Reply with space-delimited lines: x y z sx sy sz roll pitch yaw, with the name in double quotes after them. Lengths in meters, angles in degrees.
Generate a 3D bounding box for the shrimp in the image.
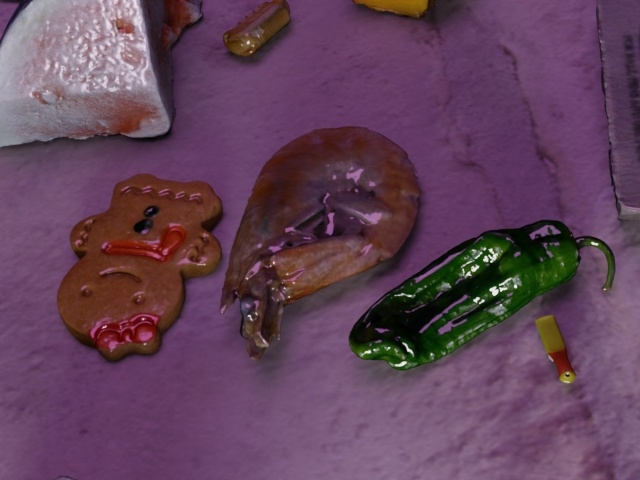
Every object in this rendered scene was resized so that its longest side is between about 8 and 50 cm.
0.000 0.000 1.663 0.168 0.077 0.317 5 47 15 "shrimp"

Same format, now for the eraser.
0.334 -0.139 1.699 0.111 0.077 0.353 -6 48 10 "eraser"

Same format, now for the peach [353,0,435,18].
0.096 -0.315 1.902 0.118 0.151 0.151 43 60 -10 "peach"

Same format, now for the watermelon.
-0.206 -0.221 1.837 0.320 0.289 0.214 -34 79 -33 "watermelon"

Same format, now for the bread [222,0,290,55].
-0.068 -0.235 1.916 0.049 0.034 0.088 14 48 43 "bread"

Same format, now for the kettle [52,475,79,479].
-0.205 0.288 1.455 0.098 0.127 0.148 -12 34 -42 "kettle"

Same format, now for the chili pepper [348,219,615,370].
0.143 0.046 1.589 0.257 0.074 0.100 -30 46 -6 "chili pepper"

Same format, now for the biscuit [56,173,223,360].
-0.184 0.021 1.715 0.166 0.036 0.225 10 53 21 "biscuit"

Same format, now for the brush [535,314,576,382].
0.213 0.102 1.551 0.018 0.021 0.083 -15 41 -1 "brush"
